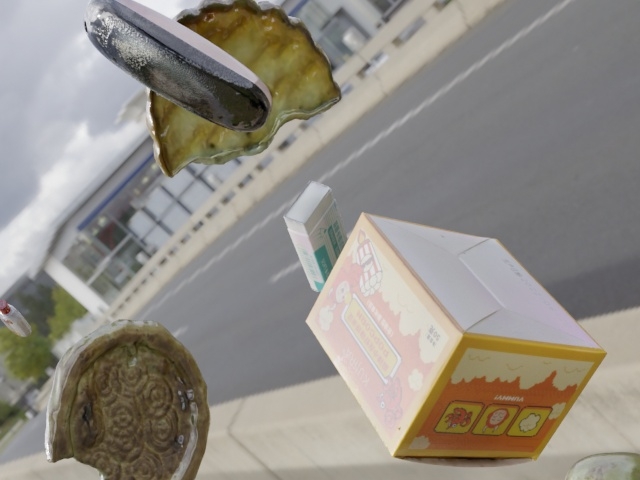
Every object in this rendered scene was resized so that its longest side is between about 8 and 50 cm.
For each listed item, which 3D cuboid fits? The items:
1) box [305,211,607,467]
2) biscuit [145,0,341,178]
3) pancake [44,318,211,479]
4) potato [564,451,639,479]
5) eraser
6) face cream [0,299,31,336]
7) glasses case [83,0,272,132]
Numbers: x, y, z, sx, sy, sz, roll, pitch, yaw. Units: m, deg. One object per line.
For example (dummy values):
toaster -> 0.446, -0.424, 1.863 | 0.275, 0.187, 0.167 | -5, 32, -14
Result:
box -> 0.172, 0.135, 1.296 | 0.283, 0.259, 0.214 | 53, 127, 49
biscuit -> -0.127, -0.245, 1.583 | 0.078, 0.335, 0.329 | -118, 40, -53
pancake -> -0.209, 0.199, 1.068 | 0.029, 0.235, 0.212 | -4, 48, 43
potato -> 0.564, 0.531, 1.751 | 0.218, 0.351, 0.202 | -14, 40, 11
eraser -> 0.000, 0.000, 1.751 | 0.095, 0.052, 0.225 | -54, -32, -25
face cream -> -0.409, 0.101, 1.257 | 0.021, 0.040, 0.083 | -55, -15, -23
glasses case -> -0.214, -0.264, 1.429 | 0.075, 0.314, 0.122 | -62, 4, -32
